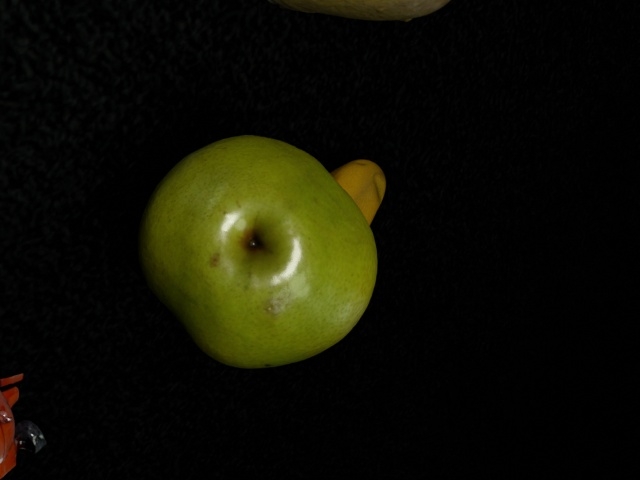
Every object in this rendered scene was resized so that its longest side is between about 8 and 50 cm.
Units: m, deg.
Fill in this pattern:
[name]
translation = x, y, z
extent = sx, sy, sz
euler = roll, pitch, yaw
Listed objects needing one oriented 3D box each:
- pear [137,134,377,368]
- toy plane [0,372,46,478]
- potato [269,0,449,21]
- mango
[pear]
translation = -0.049, 0.016, 0.698
extent = 0.166, 0.180, 0.216
euler = -56, 177, -15
[toy plane]
translation = -0.254, 0.166, 0.646
extent = 0.126, 0.077, 0.194
euler = -23, 139, -61
[potato]
translation = 0.054, -0.220, 0.636
extent = 0.182, 0.117, 0.202
euler = -40, 153, -19
[mango]
translation = 0.000, 0.000, 0.833
extent = 0.190, 0.075, 0.098
euler = -52, 165, -12
